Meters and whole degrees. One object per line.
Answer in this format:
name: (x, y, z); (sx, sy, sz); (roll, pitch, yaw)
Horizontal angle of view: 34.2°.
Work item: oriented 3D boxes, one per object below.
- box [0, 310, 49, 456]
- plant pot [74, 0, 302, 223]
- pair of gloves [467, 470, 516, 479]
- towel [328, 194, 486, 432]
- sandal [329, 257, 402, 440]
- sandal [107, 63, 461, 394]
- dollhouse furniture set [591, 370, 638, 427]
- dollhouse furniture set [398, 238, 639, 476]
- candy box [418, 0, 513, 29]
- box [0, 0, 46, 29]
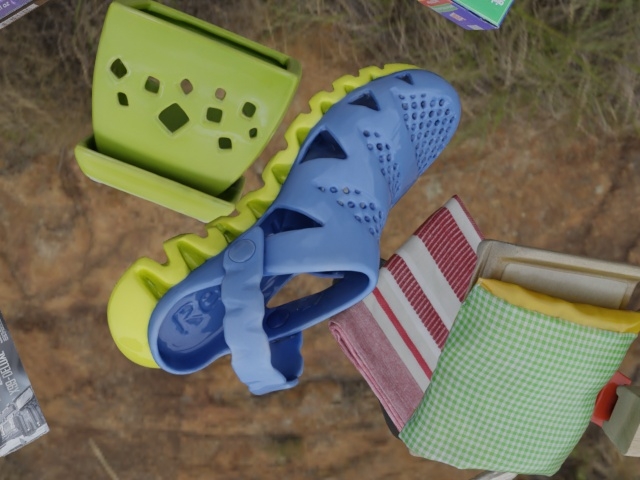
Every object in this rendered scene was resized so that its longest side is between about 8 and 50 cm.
box: (-0.475, 0.106, 1.360); (0.077, 0.242, 0.307); (-26, 112, -28)
plant pot: (-0.162, -0.155, 1.256); (0.228, 0.227, 0.207); (20, 103, -5)
pair of gloves: (0.119, 0.345, 1.193); (0.204, 0.042, 0.240); (-18, 150, -28)
towel: (0.169, 0.114, 1.565); (0.037, 0.329, 0.237); (-12, 116, 51)
sandal: (0.147, 0.193, 1.829); (0.107, 0.167, 0.445); (13, 143, 41)
sandal: (0.000, 0.000, 0.771); (0.317, 0.138, 0.126); (-47, 138, -10)
dollhouse furniture set: (0.421, 0.222, 1.776); (0.259, 0.262, 0.135); (32, 168, -21)
dollhouse furniture set: (0.244, 0.125, 0.791); (0.302, 0.151, 0.197); (9, 110, -24)
candy box: (0.302, -0.520, 1.753); (0.122, 0.268, 0.317); (26, 98, -9)
box: (-0.502, -0.418, 1.526); (0.153, 0.108, 0.207); (-32, 102, 0)
